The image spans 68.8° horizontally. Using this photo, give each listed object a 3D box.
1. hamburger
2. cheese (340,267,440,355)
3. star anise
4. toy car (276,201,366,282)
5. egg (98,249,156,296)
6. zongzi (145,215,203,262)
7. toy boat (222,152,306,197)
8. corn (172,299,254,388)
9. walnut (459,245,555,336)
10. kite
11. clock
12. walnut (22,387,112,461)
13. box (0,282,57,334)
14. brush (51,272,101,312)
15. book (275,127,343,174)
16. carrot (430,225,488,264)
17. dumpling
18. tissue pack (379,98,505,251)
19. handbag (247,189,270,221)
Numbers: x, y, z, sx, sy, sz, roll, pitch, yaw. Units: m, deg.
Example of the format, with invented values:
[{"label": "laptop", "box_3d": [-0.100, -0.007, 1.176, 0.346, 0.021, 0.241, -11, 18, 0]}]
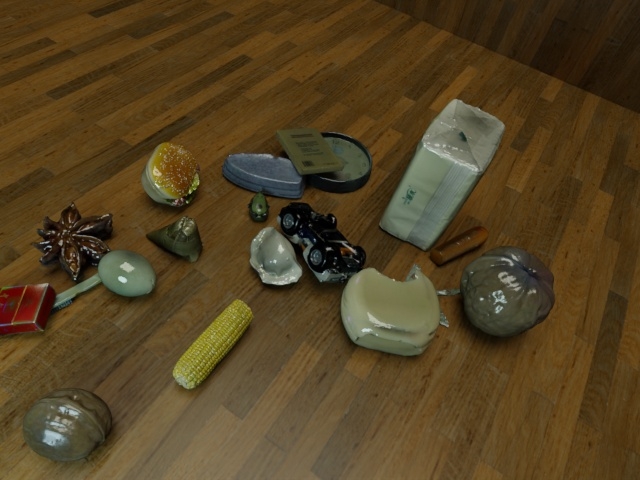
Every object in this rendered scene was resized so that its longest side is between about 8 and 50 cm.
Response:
[{"label": "hamburger", "box_3d": [-0.452, -0.203, 1.432, 0.116, 0.173, 0.210, -14, 42, 26]}, {"label": "cheese", "box_3d": [0.187, 0.185, 1.249, 0.266, 0.127, 0.233, 14, 49, -1]}, {"label": "star anise", "box_3d": [-0.651, 0.005, 1.260, 0.214, 0.099, 0.220, 32, 46, -2]}, {"label": "toy car", "box_3d": [-0.002, 0.001, 1.363, 0.193, 0.118, 0.301, -1, 40, -48]}, {"label": "egg", "box_3d": [-0.496, 0.085, 1.205, 0.152, 0.114, 0.114, 29, 51, 2]}, {"label": "zongzi", "box_3d": [-0.414, -0.027, 1.286, 0.176, 0.160, 0.078, 22, 54, 6]}, {"label": "toy boat", "box_3d": [-0.187, -0.219, 1.546, 0.283, 0.078, 0.127, 13, 53, -2]}, {"label": "corn", "box_3d": [-0.257, 0.250, 1.137, 0.081, 0.081, 0.248, 30, 51, 14]}, {"label": "walnut", "box_3d": [0.506, 0.143, 1.284, 0.248, 0.248, 0.248, 6, 50, -7]}, {"label": "kite", "box_3d": [0.330, 0.156, 1.378, 0.250, 0.012, 0.229, -6, 53, -17]}, {"label": "clock", "box_3d": [0.049, -0.283, 1.659, 0.281, 0.055, 0.280, 5, 50, -7]}, {"label": "walnut", "box_3d": [-0.514, 0.373, 0.952, 0.162, 0.140, 0.140, 31, 50, -5]}, {"label": "box", "box_3d": [-0.736, 0.166, 1.109, 0.175, 0.048, 0.112, -7, 51, 1]}, {"label": "brush", "box_3d": [-0.628, 0.136, 1.193, 0.033, 0.030, 0.178, 24, 44, 34]}, {"label": "book", "box_3d": [-0.041, -0.308, 1.589, 0.161, 0.026, 0.231, -10, 50, -26]}, {"label": "carrot", "box_3d": [0.448, 0.012, 1.485, 0.225, 0.067, 0.067, -22, 58, -25]}, {"label": "dumpling", "box_3d": [-0.133, 0.051, 1.320, 0.127, 0.108, 0.188, -30, 73, -1]}, {"label": "tissue pack", "box_3d": [0.368, -0.196, 1.438, 0.207, 0.380, 0.297, 31, 51, 9]}, {"label": "handbag", "box_3d": [-0.195, -0.109, 1.470, 0.072, 0.047, 0.111, 2, 52, -10]}]
